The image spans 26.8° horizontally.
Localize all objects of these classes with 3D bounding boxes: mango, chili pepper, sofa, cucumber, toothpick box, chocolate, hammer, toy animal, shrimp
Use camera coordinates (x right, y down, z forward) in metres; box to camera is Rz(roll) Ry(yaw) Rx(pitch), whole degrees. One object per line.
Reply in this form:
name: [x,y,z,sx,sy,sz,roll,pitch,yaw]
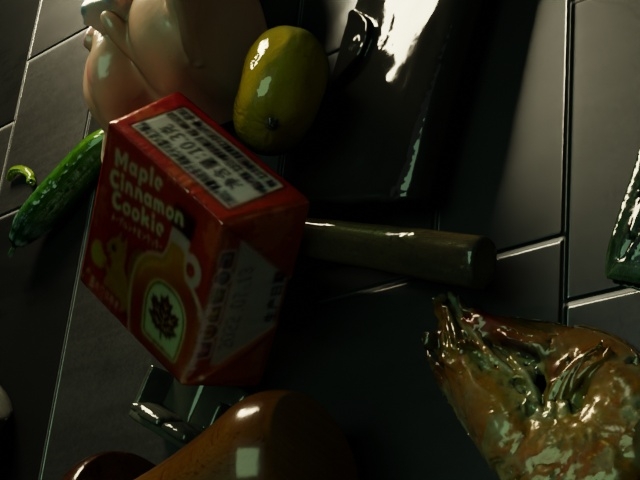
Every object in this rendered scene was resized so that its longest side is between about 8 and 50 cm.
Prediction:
mango: [-0.045,-0.155,1.430,0.237,0.091,0.137,159,131,-87]
chili pepper: [-0.431,-0.093,1.930,0.083,0.017,0.030,22,87,51]
sofa: [-0.140,0.174,1.422,0.147,0.060,0.085,20,84,51]
cucumber: [-0.350,-0.067,1.796,0.250,0.056,0.056,-44,42,18]
toothpick box: [-0.116,0.257,1.257,0.294,0.192,0.192,-29,49,26]
chocolate: [-0.140,0.003,1.382,0.237,0.108,0.234,42,128,36]
hammer: [0.000,0.000,1.334,0.440,0.044,0.168,10,107,48]
toy animal: [-0.185,-0.212,1.565,0.256,0.213,0.195,-10,43,40]
shrimp: [0.172,0.116,1.114,0.154,0.062,0.294,-46,43,1]

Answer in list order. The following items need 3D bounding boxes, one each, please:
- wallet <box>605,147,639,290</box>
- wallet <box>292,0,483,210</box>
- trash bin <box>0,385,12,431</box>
wallet: [0.324,-0.065,1.051,0.160,0.055,0.236,10,76,43]
wallet: [0.086,-0.205,1.392,0.197,0.051,0.377,0,68,51]
trash bin: [-0.556,0.290,1.706,0.252,0.203,0.301,37,100,31]
